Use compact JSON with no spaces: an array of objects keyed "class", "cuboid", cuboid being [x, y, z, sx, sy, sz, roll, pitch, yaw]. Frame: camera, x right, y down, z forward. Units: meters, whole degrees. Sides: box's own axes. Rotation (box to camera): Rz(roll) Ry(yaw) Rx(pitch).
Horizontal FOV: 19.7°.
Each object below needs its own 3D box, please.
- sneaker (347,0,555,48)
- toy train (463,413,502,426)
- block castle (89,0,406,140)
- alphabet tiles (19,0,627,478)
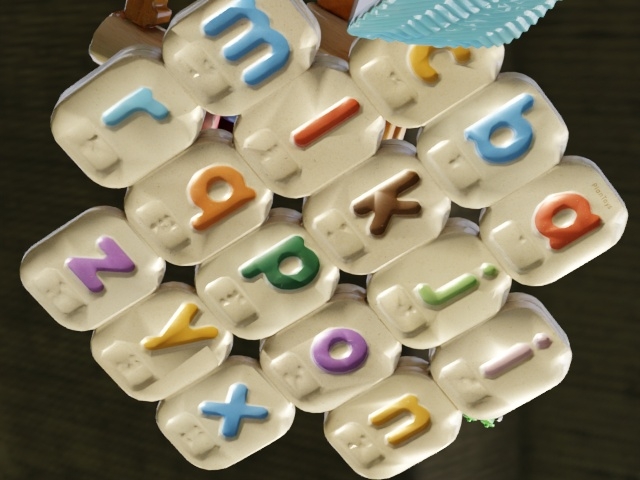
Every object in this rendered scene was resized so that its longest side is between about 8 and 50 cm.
[{"class":"sneaker","cuboid":[0.073,-0.133,0.603,0.229,0.087,0.092,-19,-111,61]},{"class":"toy train","cuboid":[0.077,0.100,1.174,0.083,0.024,0.017,16,-102,27]},{"class":"block castle","cuboid":[0.016,-0.244,1.714,0.213,0.453,0.303,30,-70,21]},{"class":"alphabet tiles","cuboid":[0.000,0.000,0.946,0.278,0.021,0.284,-32,-65,18]}]
